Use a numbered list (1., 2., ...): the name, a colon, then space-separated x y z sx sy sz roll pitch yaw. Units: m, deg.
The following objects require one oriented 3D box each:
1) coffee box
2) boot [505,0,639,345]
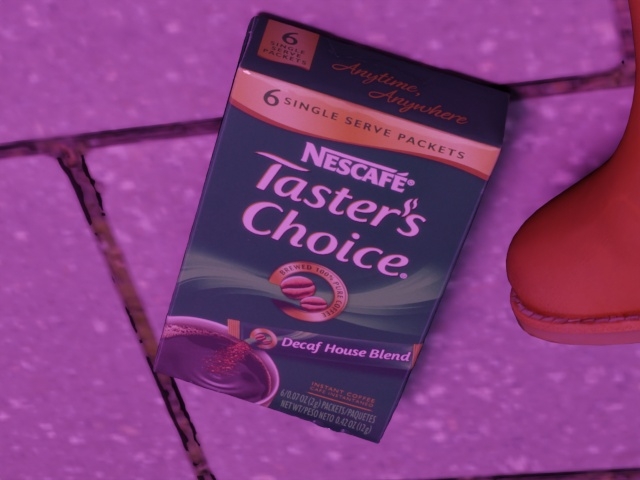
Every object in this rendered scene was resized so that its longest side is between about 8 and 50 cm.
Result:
1. coffee box: 0.000 0.000 0.839 0.113 0.040 0.184 18 132 -3
2. boot: 0.131 -0.091 0.692 0.283 0.109 0.220 -26 115 39
